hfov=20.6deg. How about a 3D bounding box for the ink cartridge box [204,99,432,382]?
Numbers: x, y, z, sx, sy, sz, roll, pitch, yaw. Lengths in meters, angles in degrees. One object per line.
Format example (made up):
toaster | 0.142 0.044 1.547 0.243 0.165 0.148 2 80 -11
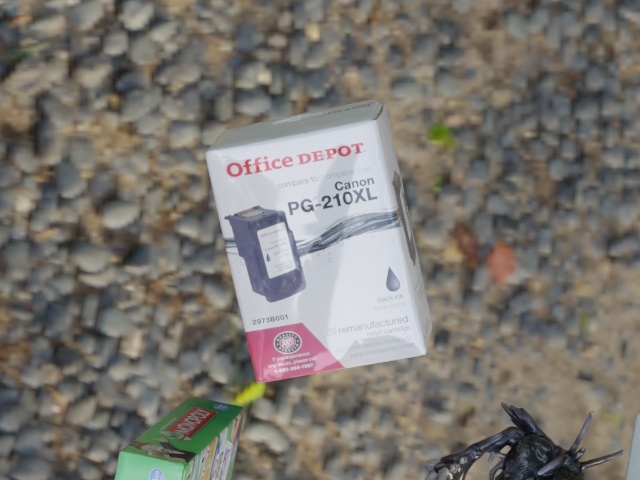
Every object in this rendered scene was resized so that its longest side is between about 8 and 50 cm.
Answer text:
ink cartridge box | 0.000 0.000 1.705 0.100 0.172 0.237 -63 141 -74

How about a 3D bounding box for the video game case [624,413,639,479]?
video game case | 0.398 0.259 1.734 0.023 0.201 0.183 86 17 -45

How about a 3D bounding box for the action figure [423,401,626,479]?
action figure | 0.154 0.260 1.646 0.275 0.141 0.164 -27 74 -27

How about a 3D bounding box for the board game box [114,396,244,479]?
board game box | -0.120 0.279 1.204 0.046 0.213 0.317 12 95 7
